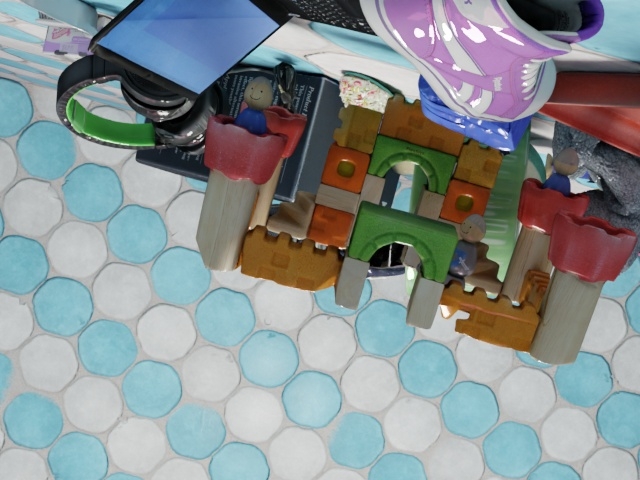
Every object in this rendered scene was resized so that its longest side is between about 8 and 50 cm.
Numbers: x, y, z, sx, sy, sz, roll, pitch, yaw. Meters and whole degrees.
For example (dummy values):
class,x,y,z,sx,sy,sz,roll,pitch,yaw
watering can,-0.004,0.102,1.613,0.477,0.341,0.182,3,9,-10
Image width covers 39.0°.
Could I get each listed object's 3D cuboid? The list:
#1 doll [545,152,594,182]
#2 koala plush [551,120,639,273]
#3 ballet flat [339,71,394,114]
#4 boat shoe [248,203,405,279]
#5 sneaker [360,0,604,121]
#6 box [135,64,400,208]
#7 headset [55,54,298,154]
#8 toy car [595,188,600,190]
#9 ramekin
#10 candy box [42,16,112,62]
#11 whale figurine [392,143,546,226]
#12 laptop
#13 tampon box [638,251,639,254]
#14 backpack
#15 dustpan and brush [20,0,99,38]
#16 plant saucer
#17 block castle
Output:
class,x,y,z,sx,sy,sz,roll,pitch,yaw
doll,0.489,-0.116,1.573,0.189,0.046,0.129,8,170,18
koala plush,0.399,-0.043,1.246,0.203,0.221,0.196,15,-179,14
ballet flat,0.091,-0.202,1.450,0.091,0.077,0.241,16,-179,25
boat shoe,0.000,0.000,1.623,0.341,0.127,0.158,6,176,-10
sneaker,0.170,-0.159,0.756,0.161,0.102,0.282,12,179,38
box,-0.086,-0.183,1.662,0.395,0.212,0.293,16,-178,36
headset,-0.227,-0.211,1.446,0.394,0.185,0.243,-10,157,12
toy car,0.470,-0.120,1.494,0.040,0.060,0.122,-29,166,5
ramekin,0.219,-0.059,1.329,0.148,0.303,0.303,7,180,11
candy box,-0.344,-0.320,1.548,0.165,0.070,0.196,15,-179,42
whale figurine,0.262,-0.128,1.575,0.272,0.216,0.141,23,-133,19
laptop,-0.049,-0.198,0.912,0.264,0.136,0.234,18,-178,18
tampon box,0.535,-0.040,1.488,0.120,0.101,0.161,2,165,-31
backpack,0.165,-0.167,0.954,0.120,0.098,0.101,24,164,23
dustpan and brush,-0.367,-0.329,1.363,0.211,0.060,0.147,15,-179,22
plant saucer,0.393,-0.131,0.984,0.259,0.047,0.258,15,-179,-37
block castle,0.101,-0.048,1.041,0.453,0.212,0.303,16,-167,1
